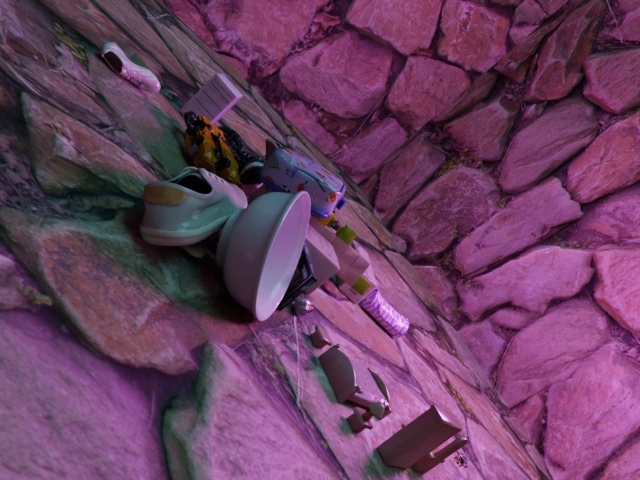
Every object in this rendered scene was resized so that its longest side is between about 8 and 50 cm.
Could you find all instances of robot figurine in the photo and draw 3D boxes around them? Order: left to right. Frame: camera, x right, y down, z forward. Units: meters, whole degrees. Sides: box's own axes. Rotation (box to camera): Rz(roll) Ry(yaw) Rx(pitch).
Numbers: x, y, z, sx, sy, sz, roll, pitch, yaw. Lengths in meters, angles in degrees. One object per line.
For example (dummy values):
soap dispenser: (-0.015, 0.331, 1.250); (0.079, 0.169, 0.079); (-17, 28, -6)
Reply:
robot figurine: (-0.330, -0.268, 1.738); (0.211, 0.085, 0.291); (40, 17, -39)

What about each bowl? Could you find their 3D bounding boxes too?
bowl: (-0.135, 0.015, 1.272); (0.134, 0.297, 0.298); (19, 8, 11)

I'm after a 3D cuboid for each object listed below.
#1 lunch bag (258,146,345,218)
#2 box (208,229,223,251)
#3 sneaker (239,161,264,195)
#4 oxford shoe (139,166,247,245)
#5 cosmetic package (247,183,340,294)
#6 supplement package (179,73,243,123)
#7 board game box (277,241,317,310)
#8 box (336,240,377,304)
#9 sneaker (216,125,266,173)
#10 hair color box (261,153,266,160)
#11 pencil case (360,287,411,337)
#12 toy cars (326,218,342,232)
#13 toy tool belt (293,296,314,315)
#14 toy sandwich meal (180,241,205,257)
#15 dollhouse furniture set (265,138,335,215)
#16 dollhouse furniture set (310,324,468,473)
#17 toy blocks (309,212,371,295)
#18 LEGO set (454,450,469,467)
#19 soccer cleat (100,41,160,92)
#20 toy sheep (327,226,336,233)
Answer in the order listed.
lunch bag: (-0.040, -0.160, 1.657); (0.243, 0.114, 0.303); (32, 14, -1)
box: (-0.186, 0.011, 1.459); (0.184, 0.045, 0.190); (42, 23, -20)
sneaker: (-0.207, -0.204, 1.797); (0.237, 0.085, 0.086); (137, -44, -75)
oxford shoe: (-0.260, -0.098, 1.274); (0.449, 0.169, 0.129); (-60, 153, -75)
cosmetic package: (-0.096, -0.003, 1.661); (0.296, 0.129, 0.153); (43, 13, -24)
supplement package: (-0.364, -0.459, 1.957); (0.105, 0.179, 0.105); (47, 12, -9)
board game box: (-0.073, 0.083, 1.492); (0.026, 0.126, 0.186); (43, 15, -28)
box: (0.121, 0.108, 2.112); (0.094, 0.113, 0.275); (44, 12, -18)
sneaker: (-0.276, -0.275, 1.982); (0.267, 0.101, 0.106); (46, -16, 9)
hair color box: (-0.178, -0.296, 2.421); (0.141, 0.043, 0.072); (50, 14, 7)
pencil case: (0.235, 0.262, 2.101); (0.206, 0.088, 0.086); (43, 12, -21)
toy cars: (-0.015, -0.108, 2.348); (0.393, 0.087, 0.176); (50, 0, 20)
toy tool belt: (-0.045, 0.164, 1.524); (0.051, 0.052, 0.083); (61, 14, 11)
toy sandwich meal: (-0.279, 0.009, 1.241); (0.085, 0.029, 0.085); (45, 18, -19)
dollhouse furniture set: (-0.074, -0.226, 2.134); (0.301, 0.151, 0.197); (54, -31, 26)
dollhouse furniture set: (0.178, 0.356, 1.446); (0.303, 0.174, 0.355); (36, 18, -46)
toy blocks: (0.000, 0.000, 1.933); (0.381, 0.190, 0.261); (39, 2, -13)
LEGO set: (0.427, 0.655, 1.752); (0.054, 0.023, 0.083); (52, 13, 10)
soccer cleat: (-0.552, -0.490, 1.696); (0.196, 0.068, 0.076); (40, 31, -33)
toy sheep: (0.021, -0.011, 2.185); (0.132, 0.091, 0.091); (11, 38, -47)
